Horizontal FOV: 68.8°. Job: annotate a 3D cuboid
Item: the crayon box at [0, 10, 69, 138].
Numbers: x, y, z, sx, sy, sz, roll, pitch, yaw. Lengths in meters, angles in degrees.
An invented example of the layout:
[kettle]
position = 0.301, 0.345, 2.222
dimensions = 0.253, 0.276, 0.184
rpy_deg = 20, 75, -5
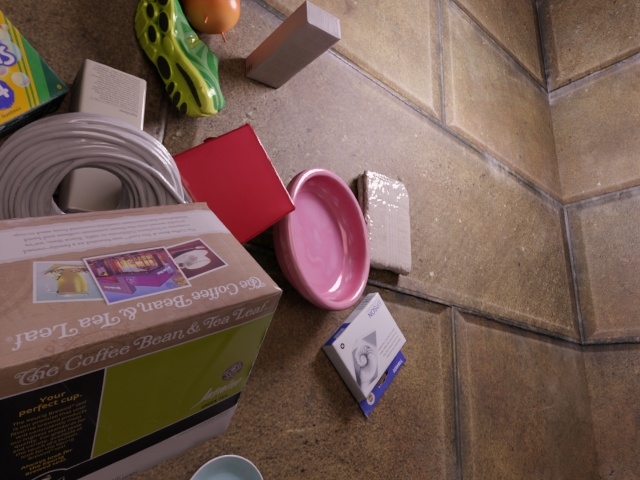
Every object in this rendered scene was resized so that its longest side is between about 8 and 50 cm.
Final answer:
[crayon box]
position = -0.579, -0.301, 0.689
dimensions = 0.323, 0.083, 0.203
rpy_deg = 52, 49, -17

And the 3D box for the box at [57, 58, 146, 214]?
[box]
position = -0.380, -0.161, 0.818
dimensions = 0.113, 0.094, 0.275
rpy_deg = 13, 69, -39

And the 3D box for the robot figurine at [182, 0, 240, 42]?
[robot figurine]
position = -0.248, -0.560, 1.036
dimensions = 0.128, 0.158, 0.219
rpy_deg = -5, 81, -26

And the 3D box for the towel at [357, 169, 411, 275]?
[towel]
position = 0.179, -0.050, 1.324
dimensions = 0.187, 0.049, 0.282
rpy_deg = 14, 69, -37

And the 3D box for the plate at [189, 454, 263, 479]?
[plate]
position = -0.180, 0.491, 0.848
dimensions = 0.188, 0.024, 0.188
rpy_deg = 13, 69, -38

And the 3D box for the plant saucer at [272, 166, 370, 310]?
[plant saucer]
position = 0.000, 0.000, 1.085
dimensions = 0.332, 0.084, 0.332
rpy_deg = 23, 62, -52

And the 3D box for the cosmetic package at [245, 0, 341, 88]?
[cosmetic package]
position = -0.069, -0.446, 1.085
dimensions = 0.099, 0.239, 0.060
rpy_deg = 11, 69, -40

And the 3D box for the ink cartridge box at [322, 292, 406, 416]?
[ink cartridge box]
position = 0.131, 0.284, 1.178
dimensions = 0.223, 0.045, 0.224
rpy_deg = -42, 106, -41

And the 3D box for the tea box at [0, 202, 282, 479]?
[tea box]
position = -0.277, 0.147, 0.624
dimensions = 0.329, 0.323, 0.220
rpy_deg = -10, 45, -44

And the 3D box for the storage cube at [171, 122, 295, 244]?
[storage cube]
position = -0.204, -0.080, 0.892
dimensions = 0.193, 0.184, 0.215
rpy_deg = -38, 104, -40

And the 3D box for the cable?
[cable]
position = -0.333, -0.062, 0.682
dimensions = 0.257, 0.089, 0.257
rpy_deg = -26, 131, -14

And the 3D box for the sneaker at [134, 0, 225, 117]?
[sneaker]
position = -0.291, -0.392, 0.981
dimensions = 0.123, 0.109, 0.295
rpy_deg = -22, 91, -67
